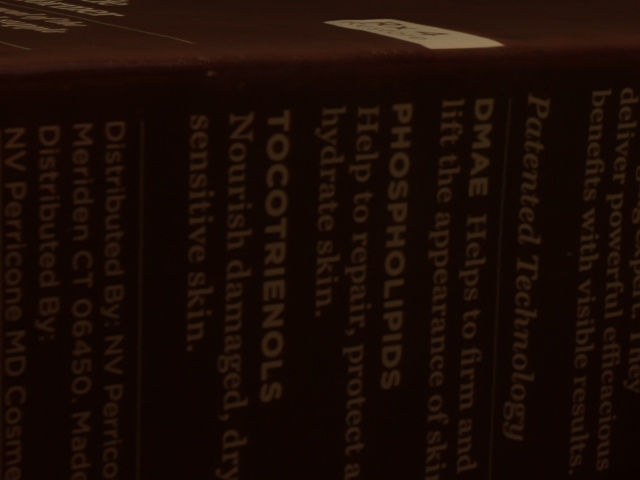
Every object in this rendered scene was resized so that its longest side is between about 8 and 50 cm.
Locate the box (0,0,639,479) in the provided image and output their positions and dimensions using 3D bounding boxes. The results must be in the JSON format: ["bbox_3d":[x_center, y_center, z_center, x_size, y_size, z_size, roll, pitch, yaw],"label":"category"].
[{"bbox_3d":[0.000,0.000,0.513,0.381,0.143,0.191,-5,14,-38],"label":"box"}]
